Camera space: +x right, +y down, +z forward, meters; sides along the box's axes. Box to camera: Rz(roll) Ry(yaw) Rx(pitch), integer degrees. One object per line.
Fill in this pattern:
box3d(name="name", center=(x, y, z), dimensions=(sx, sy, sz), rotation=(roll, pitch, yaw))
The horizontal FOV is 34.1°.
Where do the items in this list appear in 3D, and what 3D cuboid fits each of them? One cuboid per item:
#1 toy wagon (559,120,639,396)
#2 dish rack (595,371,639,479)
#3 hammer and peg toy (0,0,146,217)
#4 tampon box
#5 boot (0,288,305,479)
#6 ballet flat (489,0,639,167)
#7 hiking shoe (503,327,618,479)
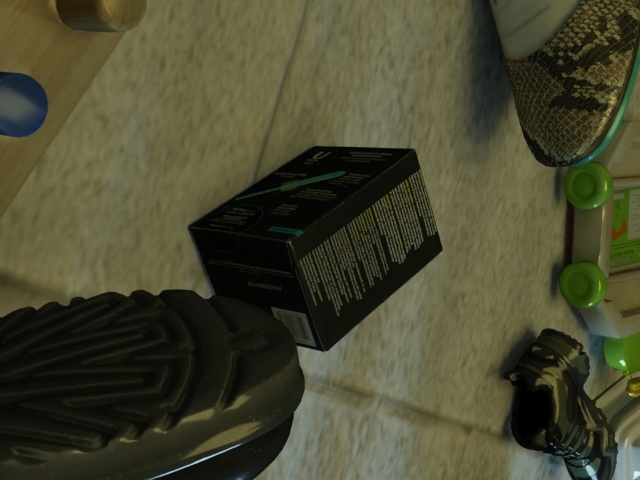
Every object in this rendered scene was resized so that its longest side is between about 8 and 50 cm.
box3d(name="toy wagon", center=(0.388, 0.023, 1.310), dimensions=(0.267, 0.068, 0.344), rotation=(-6, 101, -45))
box3d(name="dish rack", center=(0.461, 0.339, 1.431), dimensions=(0.285, 0.072, 0.333), rotation=(-24, 113, -42))
box3d(name="hammer and peg toy", center=(-0.273, -0.074, 0.572), dimensions=(0.266, 0.127, 0.361), rotation=(43, 69, -41))
box3d(name="tampon box", center=(0.000, 0.000, 0.866), dimensions=(0.161, 0.120, 0.101), rotation=(-36, 120, -36))
box3d(name="boot", center=(-0.158, 0.271, 0.568), dimensions=(0.367, 0.146, 0.445), rotation=(-13, 114, -6))
box3d(name="ballet flat", center=(0.270, -0.304, 1.101), dimensions=(0.182, 0.164, 0.483), rotation=(35, 63, -20))
box3d(name="hiking shoe", center=(0.270, 0.217, 1.220), dimensions=(0.114, 0.086, 0.227), rotation=(-33, 113, -23))
